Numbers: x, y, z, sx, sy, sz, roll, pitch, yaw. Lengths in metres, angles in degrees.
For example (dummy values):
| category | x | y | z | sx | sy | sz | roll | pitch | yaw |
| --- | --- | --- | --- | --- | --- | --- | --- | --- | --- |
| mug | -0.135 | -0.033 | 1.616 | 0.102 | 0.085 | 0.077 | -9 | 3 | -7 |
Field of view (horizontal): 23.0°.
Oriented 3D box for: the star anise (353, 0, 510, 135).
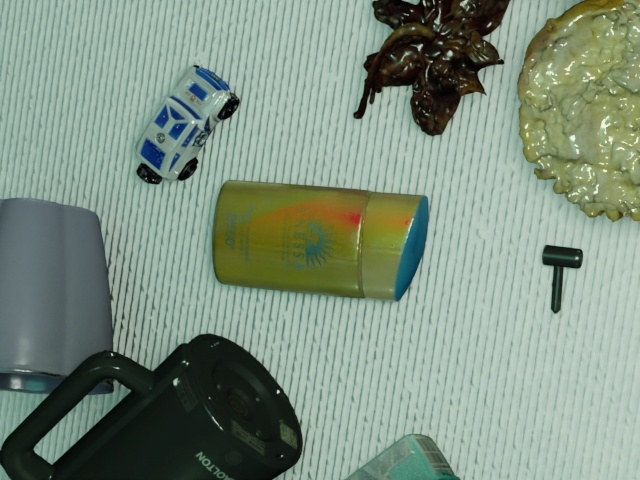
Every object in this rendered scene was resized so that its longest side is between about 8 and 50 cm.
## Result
| category | x | y | z | sx | sy | sz | roll | pitch | yaw |
| --- | --- | --- | --- | --- | --- | --- | --- | --- | --- |
| star anise | 0.141 | -0.241 | 1.930 | 0.190 | 0.126 | 0.220 | 12 | 92 | 19 |

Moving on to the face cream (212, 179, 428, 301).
| category | x | y | z | sx | sy | sz | roll | pitch | yaw |
| --- | --- | --- | --- | --- | --- | --- | --- | --- | --- |
| face cream | 0.000 | 0.000 | 2.018 | 0.285 | 0.067 | 0.139 | 5 | 94 | 23 |

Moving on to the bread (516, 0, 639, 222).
| category | x | y | z | sx | sy | sz | roll | pitch | yaw |
| --- | --- | --- | --- | --- | --- | --- | --- | --- | --- |
| bread | 0.359 | -0.155 | 1.821 | 0.274 | 0.149 | 0.274 | 1 | 92 | 17 |

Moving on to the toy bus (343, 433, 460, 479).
| category | x | y | z | sx | sy | sz | roll | pitch | yaw |
| --- | --- | --- | --- | --- | --- | --- | --- | --- | --- |
| toy bus | 0.053 | 0.350 | 1.989 | 0.261 | 0.091 | 0.109 | -38 | 65 | 18 |

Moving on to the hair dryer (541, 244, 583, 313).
| category | x | y | z | sx | sy | sz | roll | pitch | yaw |
| --- | --- | --- | --- | --- | --- | --- | --- | --- | --- |
| hair dryer | 0.292 | 0.049 | 1.917 | 0.047 | 0.026 | 0.083 | 8 | 97 | 24 |

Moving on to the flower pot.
| category | x | y | z | sx | sy | sz | roll | pitch | yaw |
| --- | --- | --- | --- | --- | --- | --- | --- | --- | --- |
| flower pot | -0.387 | 0.076 | 2.104 | 0.265 | 0.265 | 0.243 | 1 | 78 | 23 |

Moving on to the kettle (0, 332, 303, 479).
| category | x | y | z | sx | sy | sz | roll | pitch | yaw |
| --- | --- | --- | --- | --- | --- | --- | --- | --- | --- |
| kettle | -0.218 | 0.280 | 2.014 | 0.308 | 0.262 | 0.203 | -39 | 56 | 21 |

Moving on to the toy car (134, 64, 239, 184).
| category | x | y | z | sx | sy | sz | roll | pitch | yaw |
| --- | --- | --- | --- | --- | --- | --- | --- | --- | --- |
| toy car | -0.187 | -0.149 | 2.097 | 0.080 | 0.070 | 0.171 | 40 | 104 | 18 |
